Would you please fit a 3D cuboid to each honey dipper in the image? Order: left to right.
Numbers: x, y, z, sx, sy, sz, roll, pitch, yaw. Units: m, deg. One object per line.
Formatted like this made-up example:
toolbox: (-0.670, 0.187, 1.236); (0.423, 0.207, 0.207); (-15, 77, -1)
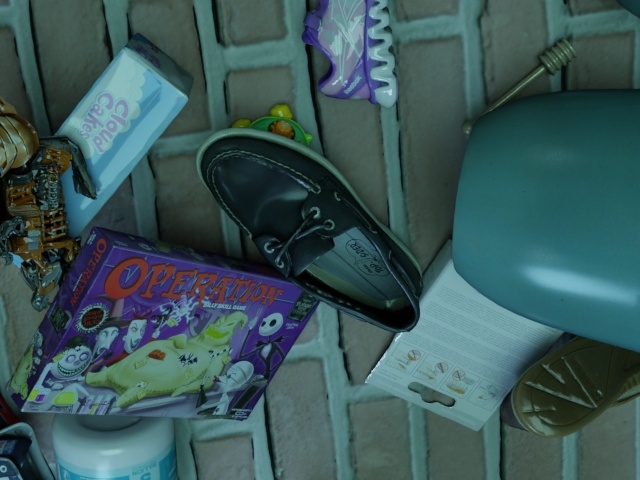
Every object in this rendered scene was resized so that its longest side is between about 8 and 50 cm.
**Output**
honey dipper: (0.234, -0.181, 1.173); (0.161, 0.030, 0.030); (-37, 106, 10)

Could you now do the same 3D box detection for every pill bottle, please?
pill bottle: (-0.249, 0.322, 1.221); (0.146, 0.146, 0.264); (-1, 115, -4)

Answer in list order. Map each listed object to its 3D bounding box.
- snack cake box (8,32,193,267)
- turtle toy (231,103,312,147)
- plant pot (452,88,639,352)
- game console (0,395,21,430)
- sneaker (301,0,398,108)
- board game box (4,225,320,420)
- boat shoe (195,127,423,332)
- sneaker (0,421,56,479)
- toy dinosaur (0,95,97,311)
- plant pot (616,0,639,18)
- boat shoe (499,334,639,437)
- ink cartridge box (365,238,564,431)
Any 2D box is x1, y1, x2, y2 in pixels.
snack cake box: (-0.257, -0.098, 1.097); (0.089, 0.152, 0.264); (39, 100, -13)
turtle toy: (-0.070, -0.099, 1.155); (0.130, 0.066, 0.095); (-21, 107, 2)
plant pot: (0.279, -0.036, 1.095); (0.235, 0.293, 0.292); (9, 107, 17)
game console: (-0.594, 0.199, 1.212); (0.342, 0.060, 0.386); (-28, 106, 4)
sneaker: (0.027, -0.261, 1.104); (0.105, 0.095, 0.236); (-6, 108, 6)
board game box: (-0.159, 0.108, 1.112); (0.347, 0.056, 0.208); (15, 107, -51)
boat shoe: (-0.003, 0.003, 1.125); (0.127, 0.113, 0.340); (-36, 122, 18)
sneaker: (-0.448, 0.254, 1.157); (0.282, 0.099, 0.153); (40, 107, -21)
toy dinosaur: (-0.350, -0.070, 0.967); (0.218, 0.164, 0.321); (-29, 91, -19)
plant pot: (0.403, -0.338, 1.033); (0.290, 0.290, 0.195); (16, 140, -9)
boat shoe: (0.376, 0.148, 1.243); (0.342, 0.123, 0.123); (-29, 81, -15)
ink cartridge box: (0.187, 0.127, 1.262); (0.181, 0.056, 0.224); (25, 122, -11)
